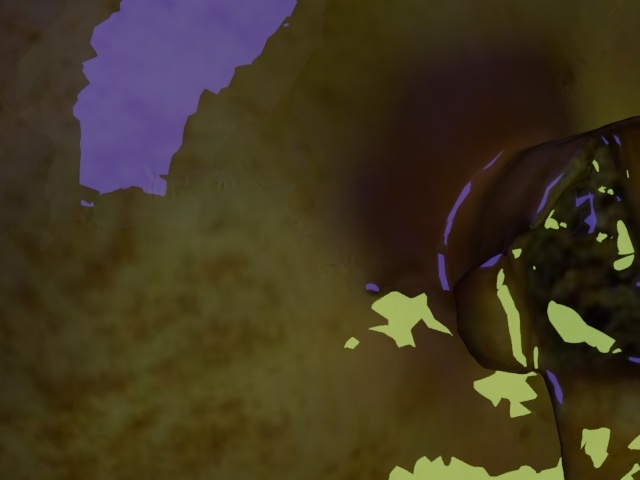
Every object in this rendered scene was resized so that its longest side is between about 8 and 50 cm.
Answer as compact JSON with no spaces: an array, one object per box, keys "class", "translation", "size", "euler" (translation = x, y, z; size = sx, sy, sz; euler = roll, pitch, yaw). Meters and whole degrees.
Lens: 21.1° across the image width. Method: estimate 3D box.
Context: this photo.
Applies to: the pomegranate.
[{"class":"pomegranate","translation":[0.000,0.000,0.454],"size":[0.319,0.319,0.319],"euler":[-4,70,10]}]
